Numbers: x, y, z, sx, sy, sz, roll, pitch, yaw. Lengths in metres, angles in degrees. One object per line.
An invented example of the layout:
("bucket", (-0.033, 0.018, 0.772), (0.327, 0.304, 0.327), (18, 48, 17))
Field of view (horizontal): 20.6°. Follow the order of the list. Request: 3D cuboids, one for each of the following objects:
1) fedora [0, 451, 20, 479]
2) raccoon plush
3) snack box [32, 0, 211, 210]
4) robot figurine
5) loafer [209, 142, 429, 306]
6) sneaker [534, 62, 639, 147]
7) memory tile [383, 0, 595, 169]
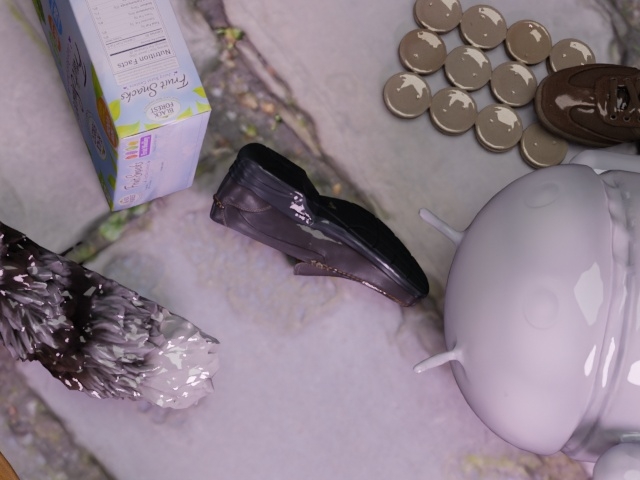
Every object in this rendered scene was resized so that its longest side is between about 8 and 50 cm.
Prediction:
("fedora", (-0.265, 0.181, 1.047), (0.194, 0.079, 0.194), (22, 48, -26))
("raccoon plush", (-0.314, 0.095, 1.111), (0.446, 0.216, 0.299), (26, 80, -2))
("snack box", (-0.146, -0.143, 1.210), (0.070, 0.174, 0.207), (-20, 78, -13))
("robot figurine", (0.237, 0.058, 1.205), (0.354, 0.199, 0.300), (9, 46, -7))
("loafer", (0.000, 0.000, 1.264), (0.170, 0.062, 0.061), (35, 111, -6))
("sneaker", (0.256, -0.106, 1.313), (0.188, 0.071, 0.066), (4, 75, -15))
("memory tile", (0.128, -0.123, 1.336), (0.148, 0.012, 0.113), (20, 72, -3))
